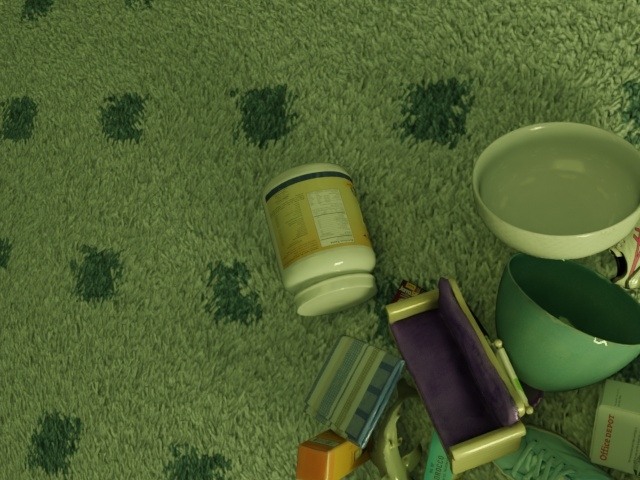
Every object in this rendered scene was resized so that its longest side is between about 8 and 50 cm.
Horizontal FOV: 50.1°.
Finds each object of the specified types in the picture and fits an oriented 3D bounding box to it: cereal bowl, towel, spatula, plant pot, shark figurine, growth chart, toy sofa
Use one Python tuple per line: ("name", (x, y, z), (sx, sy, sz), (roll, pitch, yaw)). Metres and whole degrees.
("cereal bowl", (0.486, -0.086, 1.408), (0.339, 0.141, 0.338), (-8, 47, 8))
("towel", (0.068, 0.325, 1.522), (0.209, 0.034, 0.285), (-62, 24, -10))
("spatula", (0.372, 0.236, 1.486), (0.084, 0.030, 0.296), (-39, 64, 13))
("plant pot", (0.461, 0.180, 1.339), (0.290, 0.290, 0.195), (37, 122, 29))
("shark figurine", (0.147, 0.443, 1.495), (0.116, 0.166, 0.278), (-17, 71, 59))
("growth chart", (0.353, 0.272, 1.391), (0.021, 0.237, 0.171), (-19, 76, -7))
("toy sofa", (0.261, 0.260, 1.381), (0.150, 0.177, 0.362), (-19, 51, -5))

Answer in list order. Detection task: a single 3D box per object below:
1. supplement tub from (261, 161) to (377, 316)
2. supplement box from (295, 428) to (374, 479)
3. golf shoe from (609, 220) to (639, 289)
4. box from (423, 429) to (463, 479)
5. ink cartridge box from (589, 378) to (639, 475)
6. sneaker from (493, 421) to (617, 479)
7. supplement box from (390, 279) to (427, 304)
("supplement tub", (0.000, 0.000, 1.619), (0.228, 0.228, 0.316), (-23, 69, 20))
("supplement box", (0.038, 0.457, 1.484), (0.080, 0.233, 0.077), (5, 91, 30))
("golf shoe", (0.628, 0.005, 1.376), (0.086, 0.067, 0.186), (7, 79, 0))
("box", (0.262, 0.491, 1.442), (0.060, 0.100, 0.244), (10, 83, 27))
("ink cartridge box", (0.615, 0.357, 1.257), (0.209, 0.087, 0.153), (11, 122, 25))
("sneaker", (0.474, 0.462, 1.313), (0.366, 0.150, 0.135), (25, 89, 29))
("supplement box", (0.202, 0.141, 1.588), (0.055, 0.043, 0.083), (25, 90, 31))
